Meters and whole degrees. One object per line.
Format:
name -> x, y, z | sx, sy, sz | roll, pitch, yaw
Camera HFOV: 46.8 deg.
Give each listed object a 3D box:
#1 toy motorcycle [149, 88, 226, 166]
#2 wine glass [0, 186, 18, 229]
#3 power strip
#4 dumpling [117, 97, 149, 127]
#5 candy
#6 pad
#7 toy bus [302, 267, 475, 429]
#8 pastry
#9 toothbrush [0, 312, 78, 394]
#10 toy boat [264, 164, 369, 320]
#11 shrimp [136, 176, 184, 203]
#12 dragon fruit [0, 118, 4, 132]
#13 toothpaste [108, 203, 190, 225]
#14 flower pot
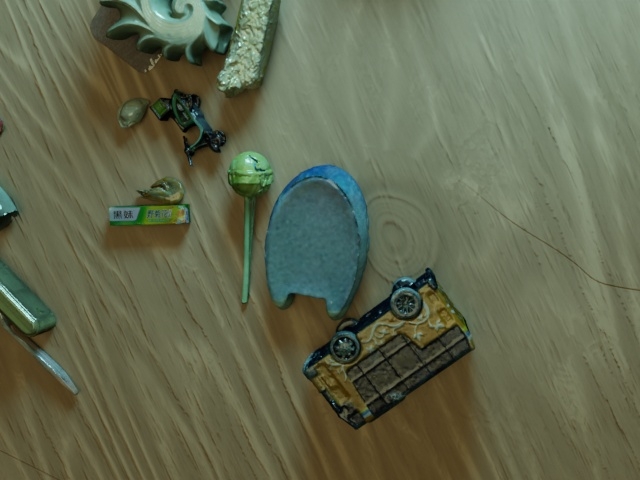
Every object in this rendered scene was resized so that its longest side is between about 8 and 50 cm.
toy motorcycle -> -0.278, -0.245, 1.583 | 0.100, 0.058, 0.173 | -38, 88, 18
wine glass -> -0.872, -0.105, 1.670 | 0.264, 0.096, 0.309 | -39, 90, 8
power strip -> -0.761, 0.071, 1.674 | 0.387, 0.092, 0.066 | 45, 98, 2
dumpling -> -0.413, -0.283, 1.609 | 0.059, 0.043, 0.077 | 39, 105, 26
candy -> -0.155, -0.022, 1.582 | 0.092, 0.093, 0.335 | 10, 105, 22
pad -> -0.369, -0.511, 1.596 | 0.176, 0.002, 0.266 | 38, 100, 4
toy bus -> 0.140, 0.220, 1.513 | 0.323, 0.162, 0.194 | -37, 92, 9
pastry -> -0.142, -0.413, 1.510 | 0.089, 0.121, 0.258 | 16, 99, 12
toothbrush -> -0.693, 0.223, 1.712 | 0.375, 0.028, 0.037 | 43, 106, 3
toy boat -> 0.000, 0.000, 1.552 | 0.215, 0.123, 0.330 | 9, 108, 16
shrimp -> -0.350, -0.113, 1.626 | 0.108, 0.023, 0.059 | 10, 88, 8
dragon fruit -> -0.758, -0.265, 1.656 | 0.083, 0.060, 0.056 | 44, 104, 5
toothpaste -> -0.375, -0.056, 1.627 | 0.178, 0.037, 0.043 | -1, 97, 9
flower pot -> -0.284, -0.550, 1.487 | 0.254, 0.164, 0.367 | 16, 103, 3
